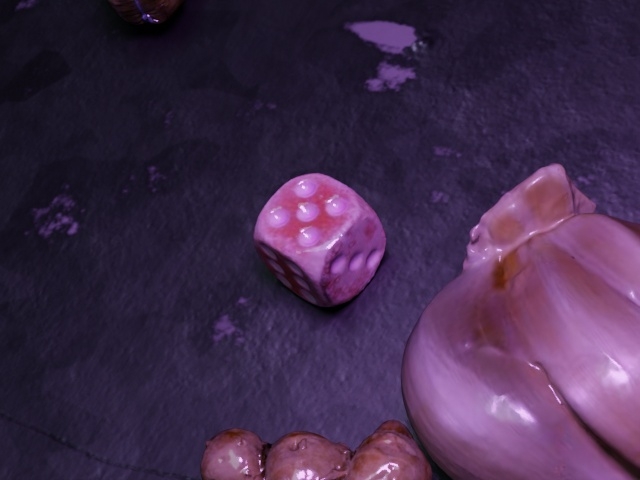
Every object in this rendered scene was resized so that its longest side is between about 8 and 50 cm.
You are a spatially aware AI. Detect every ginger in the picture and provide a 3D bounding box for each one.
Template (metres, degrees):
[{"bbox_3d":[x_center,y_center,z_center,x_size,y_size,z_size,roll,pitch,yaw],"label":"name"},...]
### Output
[{"bbox_3d":[-0.006,0.200,1.227,0.204,0.080,0.104,-2,50,18],"label":"ginger"}]

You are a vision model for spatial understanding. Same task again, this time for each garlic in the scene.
[{"bbox_3d":[0.200,0.095,1.205,0.279,0.132,0.325,-30,47,8],"label":"garlic"}]

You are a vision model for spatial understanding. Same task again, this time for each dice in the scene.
[{"bbox_3d":[0.000,0.000,1.356,0.094,0.093,0.091,32,70,34],"label":"dice"}]

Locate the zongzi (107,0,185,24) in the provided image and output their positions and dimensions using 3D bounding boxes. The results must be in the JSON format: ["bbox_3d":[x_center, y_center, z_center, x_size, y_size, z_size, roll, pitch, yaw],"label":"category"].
[{"bbox_3d":[-0.151,-0.358,1.649,0.242,0.112,0.221,-24,50,0],"label":"zongzi"}]
